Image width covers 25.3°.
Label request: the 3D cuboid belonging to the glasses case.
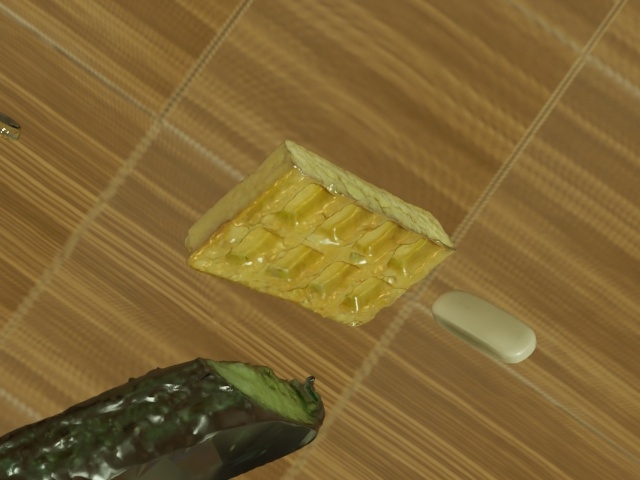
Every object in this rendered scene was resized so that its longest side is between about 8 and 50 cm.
[{"bbox_3d":[0.115,0.060,1.005,0.083,0.021,0.032,29,56,37],"label":"glasses case"}]

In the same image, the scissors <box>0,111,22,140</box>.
[{"bbox_3d":[-0.357,-0.153,1.468,0.088,0.220,0.017,23,102,-25],"label":"scissors"}]

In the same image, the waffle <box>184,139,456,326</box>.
[{"bbox_3d":[0.000,0.000,1.519,0.168,0.274,0.057,-41,48,26],"label":"waffle"}]

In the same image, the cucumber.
[{"bbox_3d":[-0.080,0.091,0.626,0.220,0.070,0.046,-20,54,-31],"label":"cucumber"}]
